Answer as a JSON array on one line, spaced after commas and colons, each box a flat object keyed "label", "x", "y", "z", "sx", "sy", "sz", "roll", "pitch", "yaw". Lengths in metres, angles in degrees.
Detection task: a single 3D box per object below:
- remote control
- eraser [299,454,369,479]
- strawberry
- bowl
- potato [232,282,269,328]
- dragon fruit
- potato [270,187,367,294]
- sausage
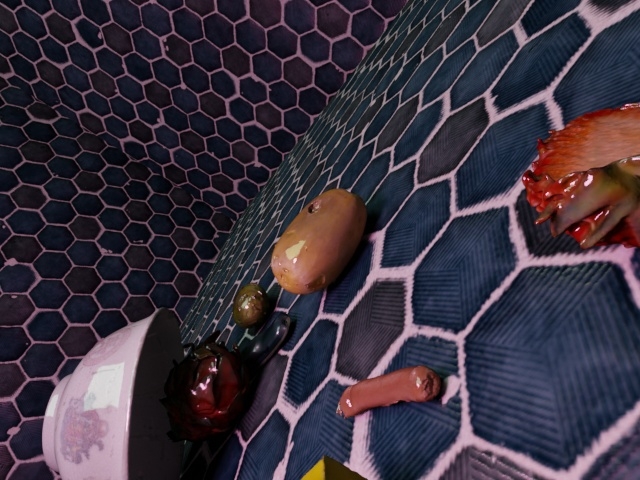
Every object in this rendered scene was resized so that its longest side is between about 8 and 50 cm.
[{"label": "remote control", "x": -0.132, "y": 0.236, "z": 0.932, "sx": 0.222, "sy": 0.042, "sz": 0.072, "roll": -48, "pitch": 20, "yaw": 29}, {"label": "eraser", "x": 0.004, "y": 0.263, "z": 0.383, "sx": 0.122, "sy": 0.097, "sz": 0.045, "roll": -53, "pitch": 14, "yaw": 15}, {"label": "strawberry", "x": 0.252, "y": -0.054, "z": 0.326, "sx": 0.167, "sy": 0.086, "sz": 0.208, "roll": -13, "pitch": 16, "yaw": 41}, {"label": "bowl", "x": -0.409, "y": 0.354, "z": 0.863, "sx": 0.435, "sy": 0.196, "sz": 0.433, "roll": 178, "pitch": 90, "yaw": -85}, {"label": "potato", "x": -0.186, "y": 0.171, "z": 1.134, "sx": 0.117, "sy": 0.090, "sz": 0.225, "roll": -67, "pitch": 11, "yaw": -11}, {"label": "dragon fruit", "x": -0.230, "y": 0.302, "z": 0.866, "sx": 0.182, "sy": 0.183, "sz": 0.188, "roll": -83, "pitch": 0, "yaw": -57}, {"label": "potato", "x": 0.000, "y": 0.000, "z": 0.830, "sx": 0.151, "sy": 0.146, "sz": 0.233, "roll": 25, "pitch": 63, "yaw": 30}, {"label": "sausage", "x": 0.070, "y": 0.169, "z": 0.478, "sx": 0.042, "sy": 0.036, "sz": 0.158, "roll": -24, "pitch": -10, "yaw": -43}]
